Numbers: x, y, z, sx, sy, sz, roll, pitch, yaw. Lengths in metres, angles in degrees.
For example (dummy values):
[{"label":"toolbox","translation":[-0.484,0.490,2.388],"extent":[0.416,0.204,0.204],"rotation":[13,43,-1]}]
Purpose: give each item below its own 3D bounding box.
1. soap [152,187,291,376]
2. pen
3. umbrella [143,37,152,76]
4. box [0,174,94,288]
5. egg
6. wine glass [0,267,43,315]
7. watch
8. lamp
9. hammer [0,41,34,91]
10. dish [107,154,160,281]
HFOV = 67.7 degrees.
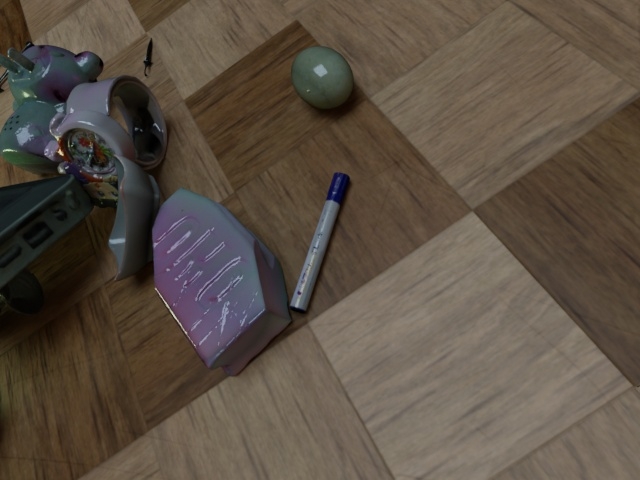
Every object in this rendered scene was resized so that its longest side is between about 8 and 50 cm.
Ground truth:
[{"label":"soap","translation":[-0.189,0.053,0.850],"extent":[0.193,0.109,0.324],"rotation":[-43,58,-4]},{"label":"pen","translation":[0.000,0.000,0.846],"extent":[0.033,0.033,0.269],"rotation":[10,70,25]},{"label":"umbrella","translation":[-0.455,-0.492,1.263],"extent":[0.022,0.022,0.149],"rotation":[-1,63,-8]},{"label":"box","translation":[-0.698,0.020,0.946],"extent":[0.396,0.111,0.396],"rotation":[-3,40,33]},{"label":"egg","translation":[0.001,-0.326,0.953],"extent":[0.114,0.114,0.152],"rotation":[-44,53,-3]},{"label":"wine glass","translation":[-0.718,0.151,0.997],"extent":[0.241,0.126,0.126],"rotation":[-25,59,6]},{"label":"watch","translation":[-0.448,-0.218,1.038],"extent":[0.196,0.244,0.231],"rotation":[-6,42,15]},{"label":"lamp","translation":[-0.671,-0.329,1.145],"extent":[0.247,0.247,0.301],"rotation":[1,74,25]},{"label":"hammer","translation":[-0.952,-0.532,1.472],"extent":[0.078,0.021,0.201],"rotation":[29,80,30]},{"label":"dish","translation":[-0.362,-0.043,0.927],"extent":[0.151,0.077,0.212],"rotation":[53,134,48]}]
